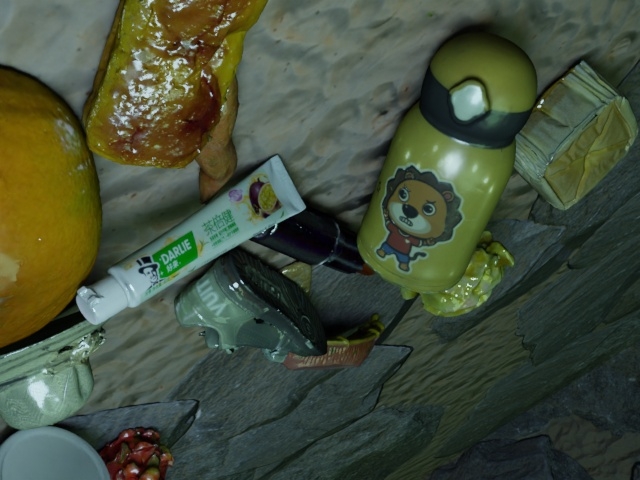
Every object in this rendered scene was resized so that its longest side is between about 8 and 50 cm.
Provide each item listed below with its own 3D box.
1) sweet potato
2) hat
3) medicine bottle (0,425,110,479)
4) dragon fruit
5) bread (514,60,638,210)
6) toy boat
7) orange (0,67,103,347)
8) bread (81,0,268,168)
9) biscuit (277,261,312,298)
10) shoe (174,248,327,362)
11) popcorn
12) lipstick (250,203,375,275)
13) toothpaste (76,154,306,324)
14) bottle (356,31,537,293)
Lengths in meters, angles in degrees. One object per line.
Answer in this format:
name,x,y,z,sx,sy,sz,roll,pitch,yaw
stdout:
sweet potato,-0.121,-0.119,0.824,0.202,0.058,0.055,106,7,-54
hat,-0.328,0.162,0.859,0.251,0.110,0.252,-20,-175,2
medicine bottle,-0.512,0.479,1.174,0.371,0.211,0.211,-46,146,24
dragon fruit,-0.329,0.414,1.323,0.133,0.207,0.150,-28,108,-31
bread,0.397,-0.163,1.165,0.192,0.110,0.209,-48,147,14
toy boat,0.002,0.189,1.339,0.317,0.099,0.141,3,162,-43
orange,-0.345,-0.024,0.724,0.274,0.274,0.311,-14,114,-28
bread,-0.128,-0.183,0.686,0.139,0.077,0.271,5,132,-37
biscuit,-0.049,0.083,1.207,0.071,0.018,0.147,-20,145,-21
shoe,-0.109,0.123,1.120,0.149,0.109,0.293,-28,141,13
popcorn,0.217,0.034,1.221,0.167,0.185,0.188,-25,143,-41
lipstick,0.000,0.000,1.070,0.081,0.081,0.299,-43,145,18
toothpaste,-0.141,0.000,0.856,0.314,0.056,0.058,-36,146,-35
bottle,0.170,-0.108,0.986,0.171,0.171,0.351,-12,136,-30
